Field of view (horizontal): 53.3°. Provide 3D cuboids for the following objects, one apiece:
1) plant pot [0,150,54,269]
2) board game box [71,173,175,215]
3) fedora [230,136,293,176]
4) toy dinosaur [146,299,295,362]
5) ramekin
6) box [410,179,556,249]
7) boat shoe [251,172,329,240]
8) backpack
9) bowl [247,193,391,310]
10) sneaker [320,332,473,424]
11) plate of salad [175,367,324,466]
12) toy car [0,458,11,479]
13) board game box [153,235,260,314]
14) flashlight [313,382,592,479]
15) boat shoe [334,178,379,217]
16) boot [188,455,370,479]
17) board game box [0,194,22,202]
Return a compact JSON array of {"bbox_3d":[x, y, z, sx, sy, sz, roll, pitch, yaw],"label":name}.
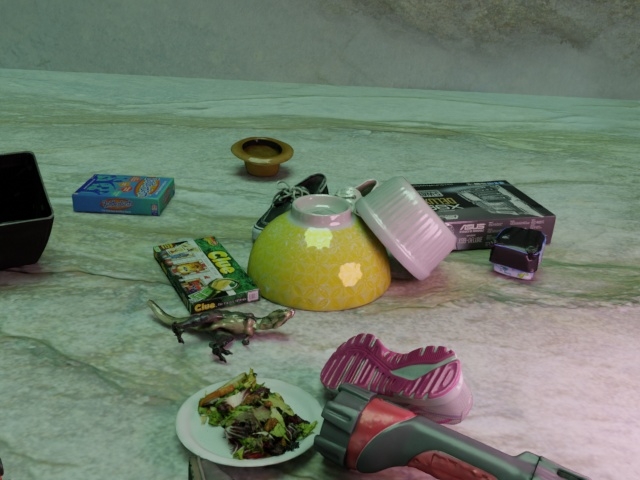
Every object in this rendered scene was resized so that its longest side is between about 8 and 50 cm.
[{"bbox_3d":[-0.629,-0.040,1.232,0.188,0.167,0.188,-13,54,-29],"label":"plant pot"},{"bbox_3d":[-0.487,-0.117,1.597,0.210,0.047,0.160,3,24,0],"label":"board game box"},{"bbox_3d":[-0.170,-0.236,1.850,0.195,0.079,0.194,4,30,-2],"label":"fedora"},{"bbox_3d":[-0.180,0.141,1.047,0.268,0.064,0.118,4,18,9],"label":"toy dinosaur"},{"bbox_3d":[0.174,-0.031,1.257,0.109,0.207,0.207,-41,24,11],"label":"ramekin"},{"bbox_3d":[0.355,-0.064,1.518,0.308,0.076,0.242,-3,25,-12],"label":"box"},{"bbox_3d":[-0.061,-0.084,1.491,0.113,0.104,0.306,15,27,27],"label":"boat shoe"},{"bbox_3d":[0.408,0.023,1.321,0.105,0.084,0.114,15,32,25],"label":"backpack"},{"bbox_3d":[0.000,0.000,1.253,0.290,0.155,0.289,2,24,-1],"label":"bowl"},{"bbox_3d":[0.102,0.206,0.887,0.252,0.111,0.103,2,46,50],"label":"sneaker"},{"bbox_3d":[-0.093,0.229,0.854,0.200,0.048,0.200,3,19,-1],"label":"plate of salad"},{"bbox_3d":[-0.337,0.324,0.631,0.239,0.053,0.225,10,26,18],"label":"toy car"},{"bbox_3d":[-0.229,0.061,1.252,0.136,0.030,0.260,-9,26,-27],"label":"board game box"},{"bbox_3d":[0.144,0.270,0.751,0.304,0.103,0.103,21,34,24],"label":"flashlight"},{"bbox_3d":[0.060,-0.084,1.511,0.098,0.096,0.277,15,28,26],"label":"boat shoe"},{"bbox_3d":[-0.035,0.289,0.711,0.209,0.076,0.190,-6,17,-22],"label":"boot"},{"bbox_3d":[-0.707,-0.055,1.341,0.169,0.133,0.033,-12,58,-28],"label":"board game box"}]
